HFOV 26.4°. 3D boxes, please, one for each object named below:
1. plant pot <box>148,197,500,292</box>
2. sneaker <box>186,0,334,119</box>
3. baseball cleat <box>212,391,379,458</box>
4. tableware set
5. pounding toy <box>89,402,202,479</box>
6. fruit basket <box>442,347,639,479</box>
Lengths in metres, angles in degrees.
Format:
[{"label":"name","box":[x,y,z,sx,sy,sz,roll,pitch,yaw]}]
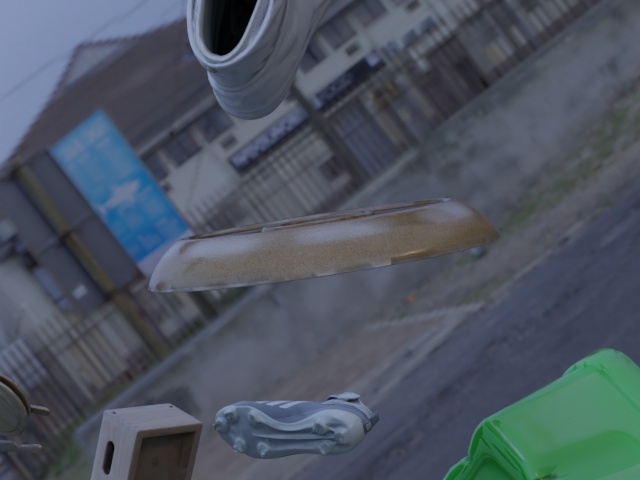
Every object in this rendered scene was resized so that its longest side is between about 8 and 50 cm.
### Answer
[{"label":"plant pot","box":[0.000,0.000,0.910,0.236,0.032,0.236,-9,3,0]},{"label":"sneaker","box":[-0.036,-0.271,1.276,0.169,0.108,0.293,56,-129,-75]},{"label":"baseball cleat","box":[-0.025,0.224,1.663,0.206,0.072,0.109,3,15,32]},{"label":"tableware set","box":[-0.408,0.182,1.575,0.194,0.128,0.039,-4,32,31]},{"label":"pounding toy","box":[-0.244,0.287,1.759,0.130,0.100,0.141,1,-73,-47]},{"label":"fruit basket","box":[0.277,0.294,1.049,0.283,0.392,0.392,-62,-9,25]}]
